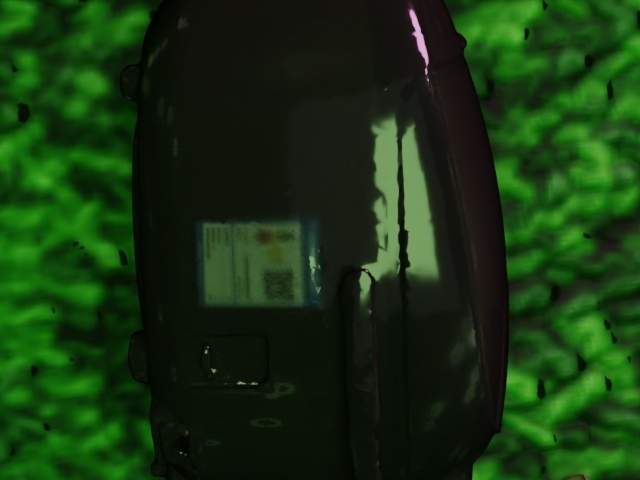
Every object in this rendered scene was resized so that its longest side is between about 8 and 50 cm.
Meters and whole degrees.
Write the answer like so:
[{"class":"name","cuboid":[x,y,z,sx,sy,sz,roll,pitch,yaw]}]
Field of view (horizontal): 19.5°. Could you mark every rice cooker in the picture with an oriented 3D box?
[{"class":"rice cooker","cuboid":[0.001,0.001,0.599,0.118,0.142,0.203,-2,96,3]}]

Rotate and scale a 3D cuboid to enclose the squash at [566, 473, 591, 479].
[{"class":"squash","cuboid":[0.118,0.123,0.687,0.083,0.027,0.027,42,88,-13]}]
